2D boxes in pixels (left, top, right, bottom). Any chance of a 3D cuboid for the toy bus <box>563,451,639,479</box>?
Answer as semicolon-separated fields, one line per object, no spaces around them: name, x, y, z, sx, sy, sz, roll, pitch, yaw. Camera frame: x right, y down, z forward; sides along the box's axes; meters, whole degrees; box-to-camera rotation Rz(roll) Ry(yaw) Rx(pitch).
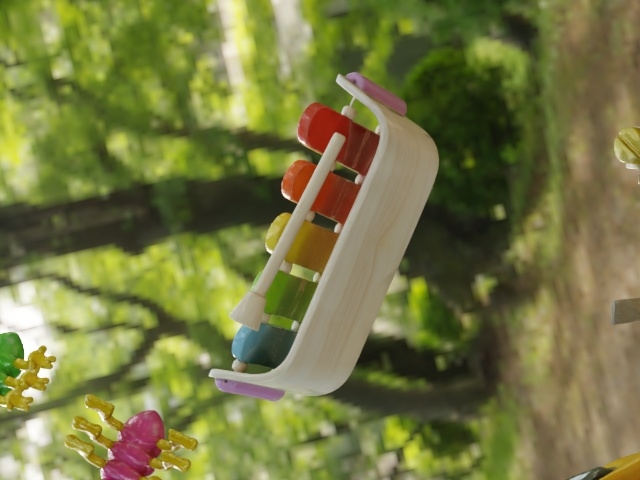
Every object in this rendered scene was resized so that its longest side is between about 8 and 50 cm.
toy bus;0.073;0.204;0.898;0.108;0.333;0.130;65;153;4

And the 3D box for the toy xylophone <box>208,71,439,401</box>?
toy xylophone;0.000;0.000;1.723;0.081;0.322;0.236;24;173;29

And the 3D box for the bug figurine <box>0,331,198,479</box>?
bug figurine;-0.212;0.180;1.310;0.216;0.279;0.072;-61;-7;-21

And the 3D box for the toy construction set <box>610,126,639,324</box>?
toy construction set;0.349;-0.047;1.759;0.257;0.237;0.309;36;116;36
